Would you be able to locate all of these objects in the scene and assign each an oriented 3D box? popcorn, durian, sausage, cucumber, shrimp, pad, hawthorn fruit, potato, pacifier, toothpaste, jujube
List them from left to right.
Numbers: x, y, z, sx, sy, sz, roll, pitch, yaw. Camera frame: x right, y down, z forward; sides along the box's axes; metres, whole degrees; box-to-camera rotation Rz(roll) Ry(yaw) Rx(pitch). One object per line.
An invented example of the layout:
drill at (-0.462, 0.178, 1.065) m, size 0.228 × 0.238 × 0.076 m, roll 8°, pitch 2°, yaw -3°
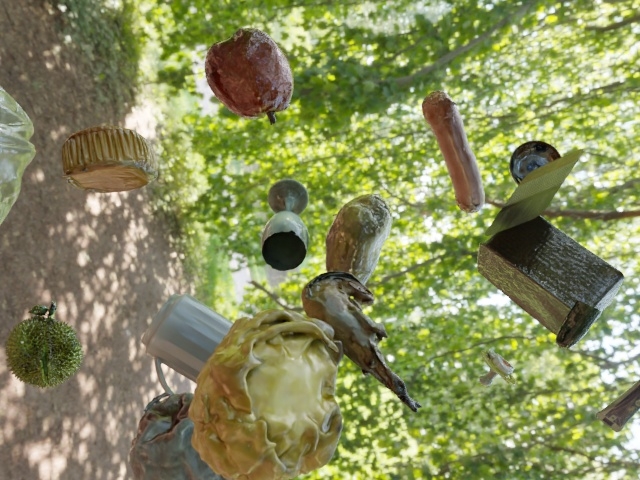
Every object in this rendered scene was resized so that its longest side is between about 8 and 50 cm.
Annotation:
durian at (-0.662, 0.260, 1.304) m, size 0.198 × 0.159 × 0.146 m, roll 44°, pitch -52°, yaw 13°
jujube at (-0.223, 0.437, 1.038) m, size 0.226 × 0.226 × 0.317 m, roll -115°, pitch -177°, yaw -71°
hawthorn fruit at (-0.147, -0.342, 1.189) m, size 0.202 × 0.185 × 0.185 m, roll 61°, pitch -2°, yaw -9°
popcorn at (-0.069, 0.222, 0.771) m, size 0.250 × 0.190 × 0.250 m, roll 2°, pitch 88°, yaw -53°
potato at (0.089, 0.017, 1.437) m, size 0.192 × 0.141 × 0.296 m, roll -33°, pitch 140°, yaw -50°
shrimp at (0.078, 0.140, 0.856) m, size 0.262 × 0.117 × 0.066 m, roll 41°, pitch -23°, yaw 19°
sausage at (0.380, -0.230, 1.531) m, size 0.094 × 0.094 × 0.419 m, roll -81°, pitch 149°, yaw -45°
pacifier at (0.318, 0.241, 1.018) m, size 0.083 × 0.064 × 0.068 m, roll 40°, pitch 16°, yaw -7°
pad at (0.472, -0.142, 1.108) m, size 0.055 × 0.250 × 0.323 m, roll 39°, pitch -31°, yaw 8°
cucumber at (0.494, 0.167, 1.073) m, size 0.105 × 0.048 × 0.048 m, roll -58°, pitch -165°, yaw 10°
toothpaste at (0.657, 0.316, 1.139) m, size 0.057 × 0.197 × 0.035 m, roll 38°, pitch 23°, yaw 13°

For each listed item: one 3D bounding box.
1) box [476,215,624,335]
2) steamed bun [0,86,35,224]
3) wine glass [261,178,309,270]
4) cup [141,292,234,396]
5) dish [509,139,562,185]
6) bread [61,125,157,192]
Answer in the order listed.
box at (0.508, 0.076, 1.251) m, size 0.273 × 0.143 × 0.184 m, roll 43°, pitch -11°, yaw 28°
steamed bun at (-0.694, -0.207, 1.017) m, size 0.367 × 0.255 × 0.342 m, roll 56°, pitch 19°, yaw 23°
wine glass at (0.000, 0.000, 1.186) m, size 0.096 × 0.264 × 0.309 m, roll -56°, pitch -165°, yaw 19°
cup at (-0.423, 0.375, 1.829) m, size 0.322 × 0.327 × 0.237 m, roll -60°, pitch -174°, yaw -29°
dish at (0.565, -0.188, 1.475) m, size 0.078 × 0.141 × 0.141 m, roll 72°, pitch 4°, yaw -80°
bread at (-0.448, -0.174, 1.176) m, size 0.199 × 0.199 × 0.104 m, roll 103°, pitch -23°, yaw -81°
